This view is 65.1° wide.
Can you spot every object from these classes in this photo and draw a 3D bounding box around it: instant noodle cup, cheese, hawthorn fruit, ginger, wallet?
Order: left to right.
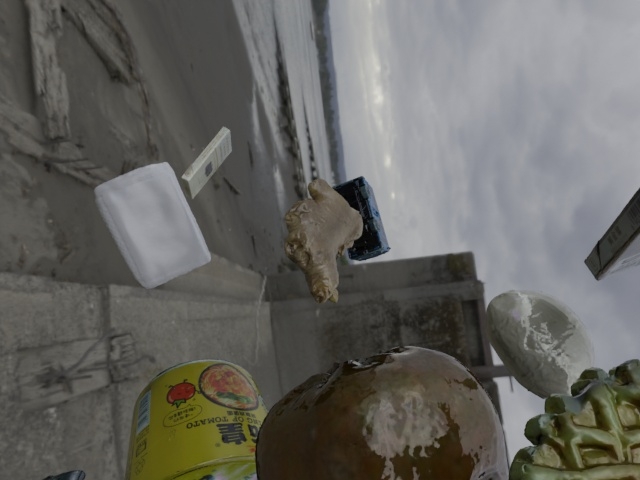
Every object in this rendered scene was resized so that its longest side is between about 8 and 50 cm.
[{"bbox_3d":[-0.256,-0.021,0.771,0.032,0.124,0.183,41,-26,65],"label":"wallet"},{"bbox_3d":[-0.214,0.398,0.931,0.254,0.325,0.326,-121,-162,-51],"label":"instant noodle cup"},{"bbox_3d":[-0.004,-0.003,0.838,0.074,0.137,0.213,-38,-155,54],"label":"ginger"},{"bbox_3d":[0.077,0.271,0.535,0.268,0.267,0.301,74,5,-77],"label":"hawthorn fruit"},{"bbox_3d":[0.400,0.183,0.907,0.198,0.154,0.189,61,12,25],"label":"cheese"}]

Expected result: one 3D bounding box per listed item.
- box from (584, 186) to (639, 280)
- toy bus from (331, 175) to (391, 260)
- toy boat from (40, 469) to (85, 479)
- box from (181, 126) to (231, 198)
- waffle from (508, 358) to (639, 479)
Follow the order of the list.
[{"bbox_3d":[0.498,-0.045,0.689,0.325,0.180,0.047,63,6,-64],"label":"box"},{"bbox_3d":[0.097,-0.044,1.175,0.106,0.090,0.185,33,41,-64],"label":"toy bus"},{"bbox_3d":[-0.500,0.472,0.951,0.055,0.141,0.060,44,16,-38],"label":"toy boat"},{"bbox_3d":[-0.266,-0.183,1.186,0.167,0.024,0.090,-57,174,-23],"label":"box"},{"bbox_3d":[0.230,0.173,0.304,0.214,0.208,0.054,35,-32,30],"label":"waffle"}]
